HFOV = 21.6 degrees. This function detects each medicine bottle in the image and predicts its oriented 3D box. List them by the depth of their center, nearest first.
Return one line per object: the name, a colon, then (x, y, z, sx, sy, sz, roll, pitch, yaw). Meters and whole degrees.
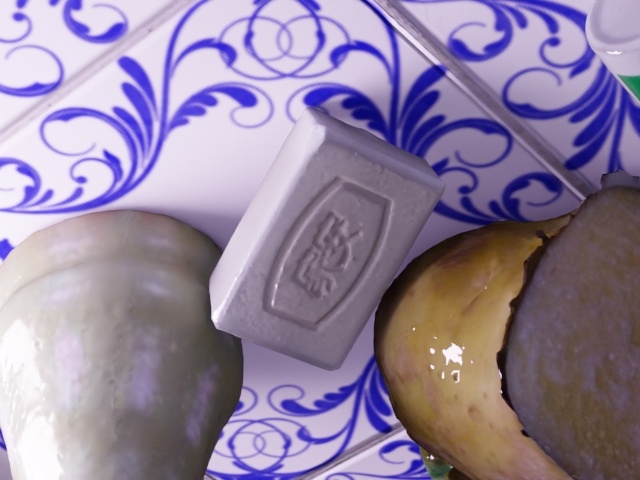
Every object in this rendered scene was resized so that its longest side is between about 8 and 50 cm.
medicine bottle: (0.299, -0.098, 1.249, 0.095, 0.095, 0.260, -28, 129, 24)

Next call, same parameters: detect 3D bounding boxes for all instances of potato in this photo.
potato: (0.188, 0.110, 1.379, 0.289, 0.301, 0.237, 52, 143, -4)

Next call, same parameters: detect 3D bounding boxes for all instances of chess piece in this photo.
chess piece: (-0.166, 0.209, 1.300, 0.234, 0.442, 0.234, -2, 136, -2)

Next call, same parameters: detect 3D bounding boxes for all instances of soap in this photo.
soap: (0.000, 0.000, 1.320, 0.121, 0.064, 0.183, 23, 107, -22)

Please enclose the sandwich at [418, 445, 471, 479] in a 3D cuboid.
sandwich: (0.218, 0.252, 1.596, 0.292, 0.109, 0.212, 20, 131, -21)
